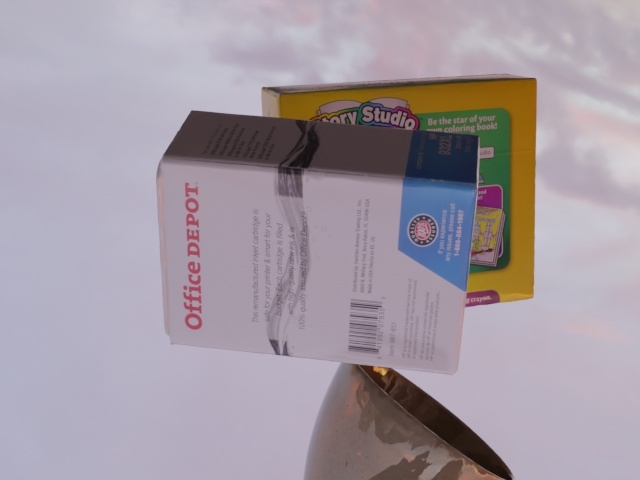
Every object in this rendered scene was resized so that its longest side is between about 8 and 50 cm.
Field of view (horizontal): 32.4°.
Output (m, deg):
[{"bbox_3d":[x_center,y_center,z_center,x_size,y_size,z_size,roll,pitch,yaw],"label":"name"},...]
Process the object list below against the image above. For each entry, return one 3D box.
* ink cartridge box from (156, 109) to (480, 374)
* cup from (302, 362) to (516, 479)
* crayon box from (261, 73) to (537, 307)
[{"bbox_3d":[0.000,0.000,1.137,0.307,0.223,0.129,6,-149,6],"label":"ink cartridge box"},{"bbox_3d":[0.107,0.364,1.738,0.331,0.237,0.331,37,-175,-3],"label":"cup"},{"bbox_3d":[0.111,-0.061,1.510,0.363,0.313,0.106,-5,-168,-16],"label":"crayon box"}]
